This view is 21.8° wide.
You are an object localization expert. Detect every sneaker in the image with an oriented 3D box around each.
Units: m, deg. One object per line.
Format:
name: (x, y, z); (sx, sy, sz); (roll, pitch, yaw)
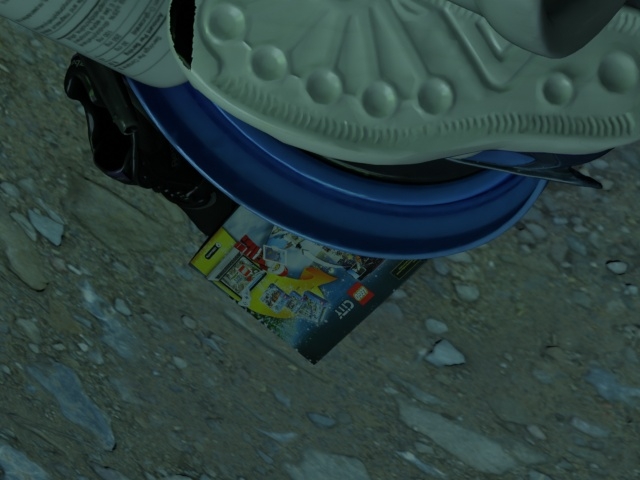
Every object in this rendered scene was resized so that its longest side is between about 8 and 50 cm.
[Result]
sneaker: (-0.161, -0.084, 1.560); (0.107, 0.124, 0.283); (10, 141, 36)
sneaker: (0.047, -0.107, 1.069); (0.322, 0.130, 0.236); (5, 180, -13)

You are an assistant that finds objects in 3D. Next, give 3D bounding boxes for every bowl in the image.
bowl: (0.013, -0.156, 1.298); (0.391, 0.077, 0.391); (19, 138, 18)

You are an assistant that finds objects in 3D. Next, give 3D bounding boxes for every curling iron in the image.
curling iron: (-0.214, -0.203, 1.392); (0.274, 0.035, 0.068); (65, -173, 18)

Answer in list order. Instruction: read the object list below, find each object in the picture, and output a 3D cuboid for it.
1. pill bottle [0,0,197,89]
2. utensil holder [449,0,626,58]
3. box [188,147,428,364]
pill bottle: (-0.133, -0.199, 1.107); (0.283, 0.160, 0.160); (24, 156, -28)
utensil holder: (0.023, -0.322, 0.873); (0.385, 0.327, 0.327); (28, 149, 17)
box: (0.000, 0.000, 1.539); (0.159, 0.044, 0.233); (39, 133, -7)
